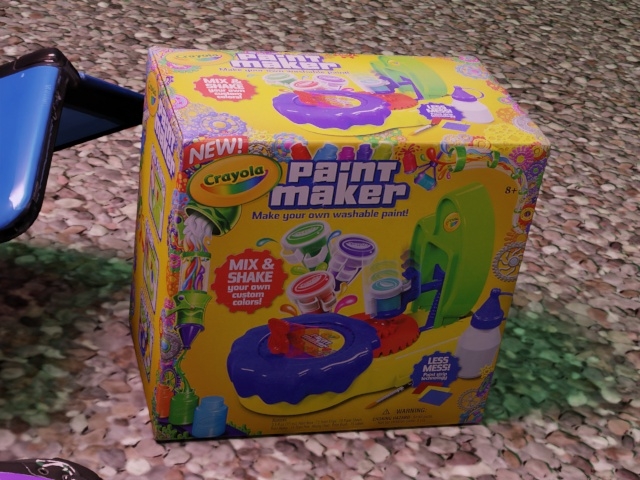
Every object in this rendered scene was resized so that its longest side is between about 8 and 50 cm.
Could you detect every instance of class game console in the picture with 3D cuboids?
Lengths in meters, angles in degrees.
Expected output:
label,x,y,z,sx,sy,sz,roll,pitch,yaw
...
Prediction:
label,x,y,z,sx,sy,sz,roll,pitch,yaw
game console,-0.298,-0.033,1.035,0.293,0.173,0.250,-15,49,21

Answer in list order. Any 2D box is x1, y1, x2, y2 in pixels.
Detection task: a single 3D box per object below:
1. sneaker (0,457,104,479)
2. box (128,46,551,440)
label,x,y,z,sx,sy,sz,roll,pitch,yaw
sneaker,-0.170,0.209,0.824,0.293,0.102,0.146,22,32,21
box,0.000,0.000,1.052,0.290,0.279,0.177,-1,31,-16
